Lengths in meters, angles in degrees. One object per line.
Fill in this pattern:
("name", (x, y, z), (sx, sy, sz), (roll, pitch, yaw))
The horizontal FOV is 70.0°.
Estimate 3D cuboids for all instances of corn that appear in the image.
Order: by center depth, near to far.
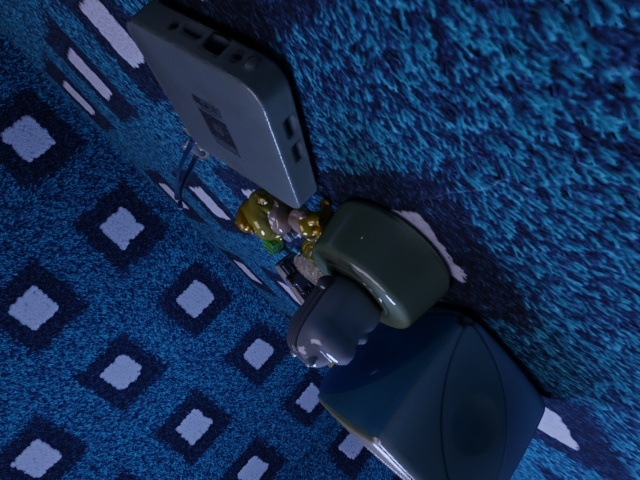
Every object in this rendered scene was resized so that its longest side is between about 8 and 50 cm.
("corn", (0.000, 0.000, 1.174), (0.080, 0.080, 0.231), (42, 165, 1))

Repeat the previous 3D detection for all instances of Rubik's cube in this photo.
("Rubik's cube", (0.250, 0.378, 1.085), (0.347, 0.351, 0.352), (46, 161, -14))

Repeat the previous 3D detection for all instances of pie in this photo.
("pie", (-0.009, 0.110, 1.531), (0.218, 0.052, 0.185), (33, 162, 33))

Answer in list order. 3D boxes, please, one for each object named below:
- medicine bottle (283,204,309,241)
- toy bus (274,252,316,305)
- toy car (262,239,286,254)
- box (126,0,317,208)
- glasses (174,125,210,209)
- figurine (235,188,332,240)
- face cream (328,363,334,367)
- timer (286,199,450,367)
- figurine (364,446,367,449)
("medicine bottle", (-0.069, -0.047, 1.191), (0.058, 0.091, 0.058), (38, 164, 13))
("toy bus", (-0.066, 0.176, 1.705), (0.268, 0.092, 0.106), (55, 159, -11))
("toy car", (-0.167, 0.009, 1.616), (0.071, 0.062, 0.165), (40, 164, 7))
("box", (-0.179, -0.258, 0.914), (0.367, 0.090, 0.373), (34, 161, 23))
("glasses", (-0.377, -0.205, 1.354), (0.088, 0.220, 0.190), (5, 169, -14))
("figurine", (-0.092, -0.058, 1.081), (0.247, 0.131, 0.156), (14, 140, 27))
("face cream", (0.079, 0.353, 1.654), (0.179, 0.218, 0.218), (37, 163, 14))
("timer", (0.059, 0.124, 0.938), (0.291, 0.315, 0.290), (37, 164, 13))
("figurine", (0.320, 0.601, 1.555), (0.277, 0.389, 0.247), (-37, 63, 43))
